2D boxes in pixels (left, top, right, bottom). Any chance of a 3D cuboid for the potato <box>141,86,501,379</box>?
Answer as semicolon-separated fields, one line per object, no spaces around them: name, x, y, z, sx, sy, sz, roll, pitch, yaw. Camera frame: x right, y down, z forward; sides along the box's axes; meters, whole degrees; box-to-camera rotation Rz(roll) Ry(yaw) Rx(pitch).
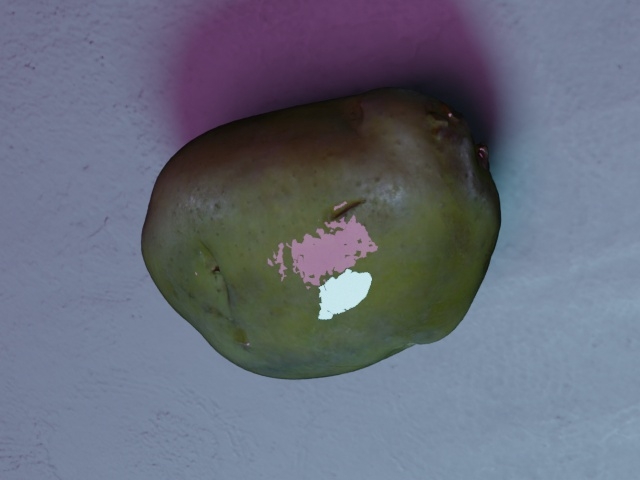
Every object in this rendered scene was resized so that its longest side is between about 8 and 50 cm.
potato;0.000;0.000;1.007;0.326;0.221;0.243;-8;99;22
